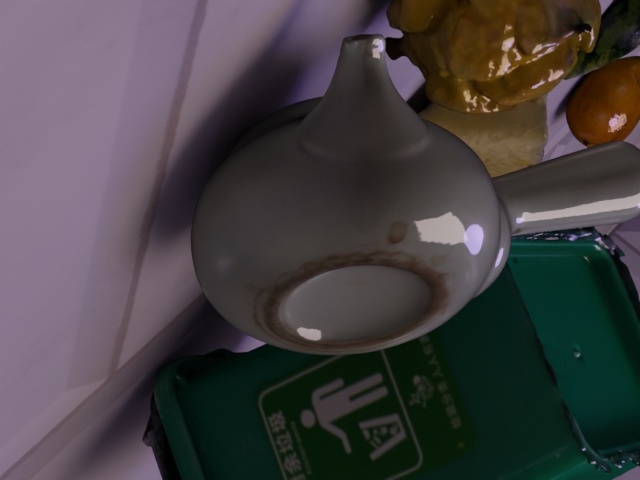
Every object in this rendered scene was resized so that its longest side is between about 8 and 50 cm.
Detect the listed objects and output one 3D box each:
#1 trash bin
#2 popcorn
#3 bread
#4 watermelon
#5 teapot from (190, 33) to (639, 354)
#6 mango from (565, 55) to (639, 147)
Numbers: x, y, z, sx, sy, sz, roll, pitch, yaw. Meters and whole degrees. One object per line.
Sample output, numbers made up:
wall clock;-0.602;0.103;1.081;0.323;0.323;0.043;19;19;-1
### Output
trash bin;0.087;0.157;1.431;0.381;0.259;0.295;-29;163;32
popcorn;0.121;-0.162;1.233;0.167;0.152;0.148;1;87;-49
bread;0.150;-0.093;1.633;0.178;0.142;0.266;-33;164;-6
watermelon;0.381;-0.275;2.060;0.245;0.063;0.119;-48;-179;-16
teapot;0.062;-0.009;1.206;0.318;0.149;0.220;19;141;-39
mango;0.369;-0.176;2.240;0.165;0.089;0.115;-36;152;-61
